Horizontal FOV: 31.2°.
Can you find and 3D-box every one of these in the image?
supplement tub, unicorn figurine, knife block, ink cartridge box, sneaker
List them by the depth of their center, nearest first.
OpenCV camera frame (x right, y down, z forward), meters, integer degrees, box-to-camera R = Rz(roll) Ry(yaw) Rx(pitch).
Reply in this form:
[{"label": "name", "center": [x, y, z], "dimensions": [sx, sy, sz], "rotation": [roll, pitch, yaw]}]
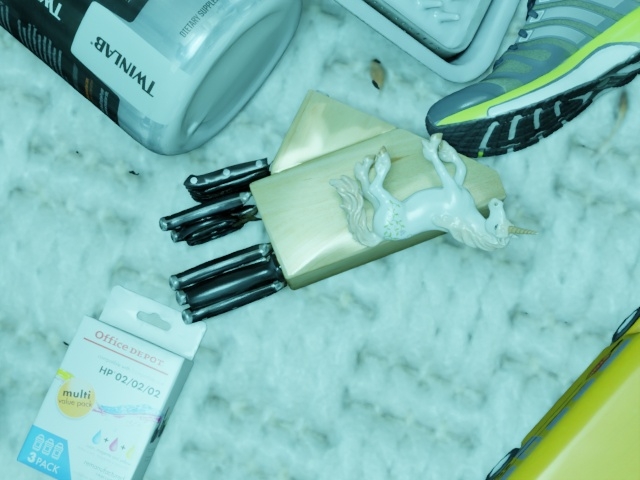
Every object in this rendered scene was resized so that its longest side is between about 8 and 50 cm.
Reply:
[{"label": "unicorn figurine", "center": [0.098, -0.034, 0.987], "dimensions": [0.162, 0.060, 0.111], "rotation": [-17, 81, 15]}, {"label": "supplement tub", "center": [-0.200, -0.251, 1.040], "dimensions": [0.338, 0.207, 0.207], "rotation": [39, 84, 7]}, {"label": "ink cartridge box", "center": [-0.187, 0.137, 1.050], "dimensions": [0.104, 0.061, 0.181], "rotation": [22, 82, 5]}, {"label": "knife block", "center": [0.000, 0.000, 1.053], "dimensions": [0.276, 0.088, 0.242], "rotation": [24, 83, 5]}, {"label": "sneaker", "center": [0.218, -0.181, 1.073], "dimensions": [0.300, 0.111, 0.121], "rotation": [-30, 73, -13]}]

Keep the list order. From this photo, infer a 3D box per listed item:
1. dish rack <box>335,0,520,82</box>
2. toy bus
[{"label": "dish rack", "center": [0.097, -0.342, 1.059], "dimensions": [0.285, 0.072, 0.333], "rotation": [30, 80, -34]}, {"label": "toy bus", "center": [0.242, 0.185, 0.993], "dimensions": [0.108, 0.130, 0.332], "rotation": [43, 85, 8]}]
